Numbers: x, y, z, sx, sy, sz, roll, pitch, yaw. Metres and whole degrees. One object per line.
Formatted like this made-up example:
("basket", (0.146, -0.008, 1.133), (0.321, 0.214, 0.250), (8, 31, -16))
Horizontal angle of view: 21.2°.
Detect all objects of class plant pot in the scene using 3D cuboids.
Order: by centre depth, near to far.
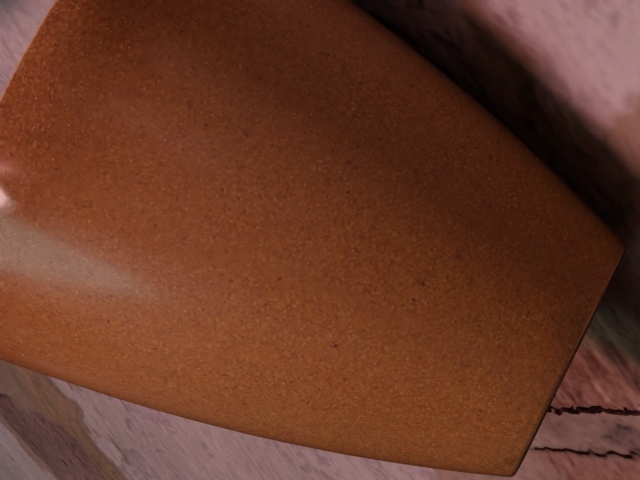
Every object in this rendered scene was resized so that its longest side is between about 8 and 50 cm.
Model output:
("plant pot", (0.000, 0.000, 0.786), (0.254, 0.237, 0.237), (27, 153, 11))
